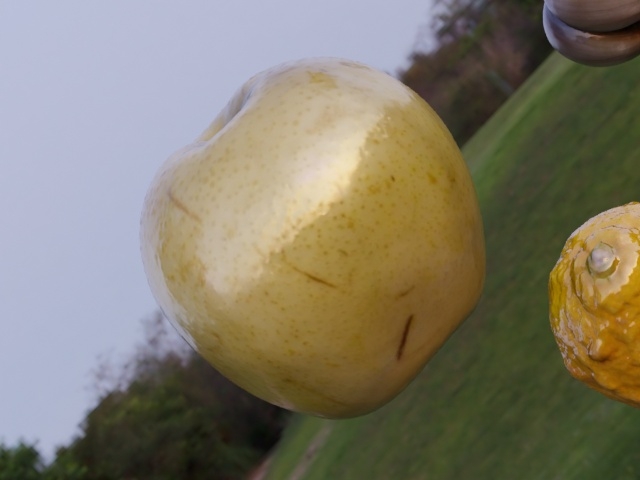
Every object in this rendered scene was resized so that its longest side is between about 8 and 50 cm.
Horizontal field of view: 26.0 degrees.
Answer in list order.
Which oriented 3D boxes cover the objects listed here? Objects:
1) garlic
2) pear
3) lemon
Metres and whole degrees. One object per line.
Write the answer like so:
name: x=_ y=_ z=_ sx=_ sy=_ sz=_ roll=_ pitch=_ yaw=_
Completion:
garlic: x=0.329 y=-0.308 z=1.616 sx=0.160 sy=0.191 sz=0.214 roll=-6 pitch=-72 yaw=-54
pear: x=0.000 y=0.000 z=1.198 sx=0.309 sy=0.309 sz=0.309 roll=-45 pitch=-4 yaw=-4
lemon: x=0.225 y=0.044 z=0.954 sx=0.142 sy=0.142 sz=0.187 roll=-46 pitch=-42 yaw=5
